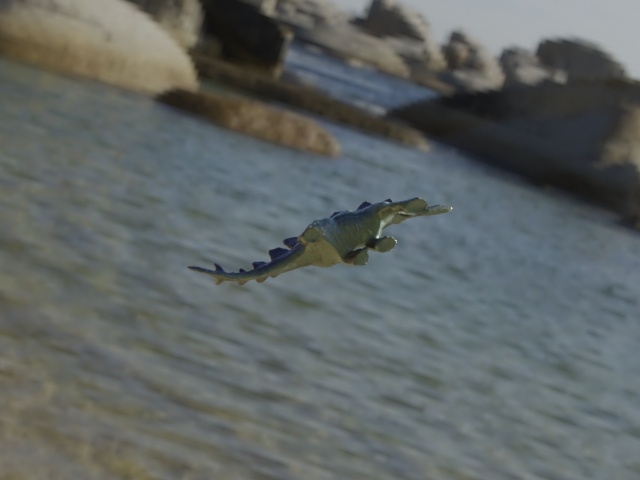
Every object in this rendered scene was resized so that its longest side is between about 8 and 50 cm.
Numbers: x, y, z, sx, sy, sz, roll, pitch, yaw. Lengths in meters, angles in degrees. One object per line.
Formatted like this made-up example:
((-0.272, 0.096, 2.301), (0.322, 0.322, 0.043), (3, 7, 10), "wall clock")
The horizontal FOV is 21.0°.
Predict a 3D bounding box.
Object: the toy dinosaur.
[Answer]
((0.000, 0.002, 1.307), (0.209, 0.039, 0.082), (-16, 7, -13), "toy dinosaur")
